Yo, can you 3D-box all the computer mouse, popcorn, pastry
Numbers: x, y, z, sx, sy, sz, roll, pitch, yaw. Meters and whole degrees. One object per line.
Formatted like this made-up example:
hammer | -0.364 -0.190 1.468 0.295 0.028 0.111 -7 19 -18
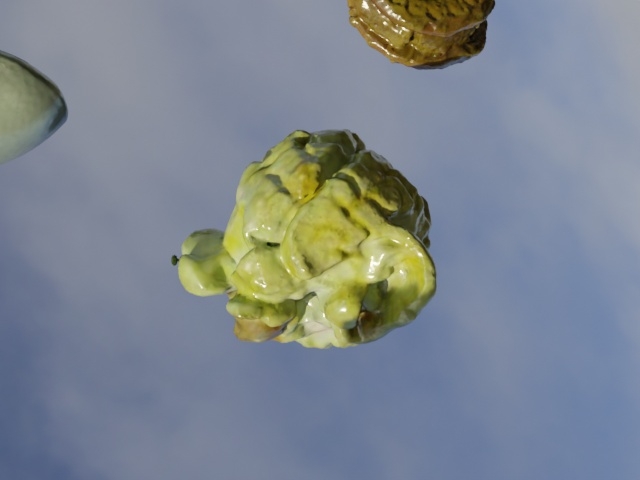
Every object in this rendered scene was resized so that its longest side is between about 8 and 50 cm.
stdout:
computer mouse | -0.205 -0.064 0.626 0.089 0.182 0.056 107 178 -70
popcorn | 0.000 0.000 0.879 0.141 0.162 0.135 3 -94 -64
pastry | 0.066 -0.164 0.935 0.109 0.057 0.097 34 -126 5
